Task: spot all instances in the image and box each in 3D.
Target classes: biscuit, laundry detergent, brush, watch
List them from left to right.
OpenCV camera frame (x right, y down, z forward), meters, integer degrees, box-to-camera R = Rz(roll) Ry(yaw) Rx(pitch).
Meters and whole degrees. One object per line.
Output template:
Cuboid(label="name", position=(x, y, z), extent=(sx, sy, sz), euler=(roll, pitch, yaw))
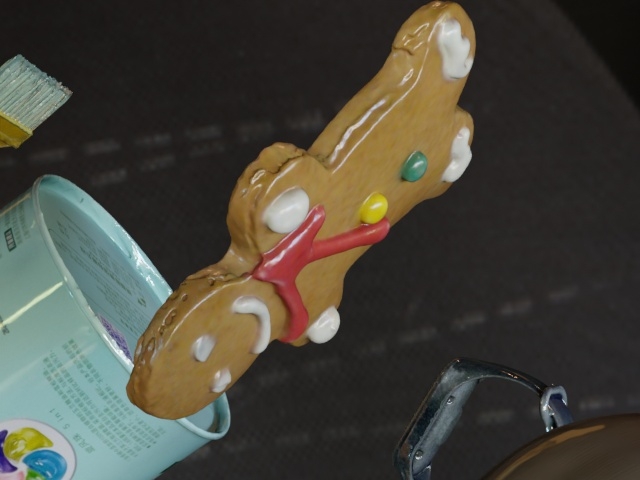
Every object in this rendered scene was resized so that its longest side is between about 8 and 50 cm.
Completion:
Cuboid(label="brush", position=(-0.280, -0.052, 1.269), extent=(0.218, 0.082, 0.010), euler=(-40, 62, 9))
Cuboid(label="laundry detergent", position=(-0.285, 0.140, 1.555), extent=(0.305, 0.287, 0.287), euler=(-35, 20, 8))
Cuboid(label="biscuit", position=(0.000, 0.000, 1.183), extent=(0.047, 0.216, 0.340), euler=(34, 65, 27))
Cuboid(label="watch", position=(0.182, 0.229, 1.813), extent=(0.193, 0.206, 0.068), euler=(37, 15, 22))

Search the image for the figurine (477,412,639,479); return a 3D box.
Cuboid(label="figurine", position=(0.066, 0.199, 0.501), extent=(0.381, 0.248, 0.203), euler=(-38, 33, -14))
